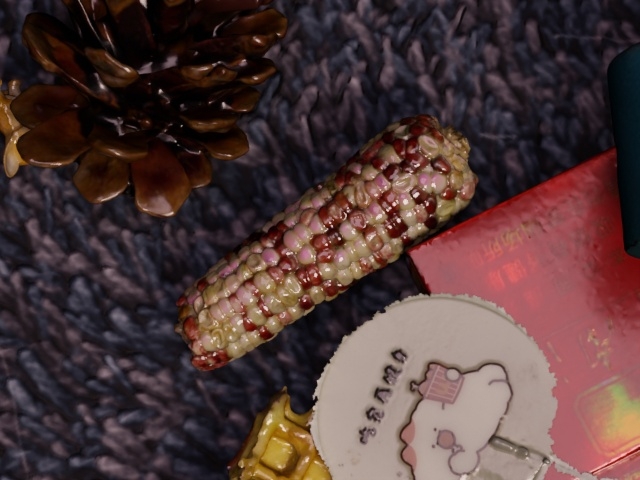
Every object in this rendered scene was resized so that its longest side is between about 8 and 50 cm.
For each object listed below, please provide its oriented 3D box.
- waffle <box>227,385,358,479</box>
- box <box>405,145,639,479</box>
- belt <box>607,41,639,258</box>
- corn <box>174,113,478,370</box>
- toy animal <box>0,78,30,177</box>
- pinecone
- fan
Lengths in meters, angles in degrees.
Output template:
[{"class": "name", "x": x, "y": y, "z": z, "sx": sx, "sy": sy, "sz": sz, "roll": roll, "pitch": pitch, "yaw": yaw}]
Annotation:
[{"class": "waffle", "x": -0.015, "y": 0.255, "z": 1.523, "sx": 0.309, "sy": 0.065, "sz": 0.283, "roll": -11, "pitch": 78, "yaw": -19}, {"class": "box", "x": 0.223, "y": 0.106, "z": 1.548, "sx": 0.197, "sy": 0.089, "sz": 0.313, "roll": -27, "pitch": 80, "yaw": -3}, {"class": "belt", "x": 0.407, "y": -0.070, "z": 1.438, "sx": 0.436, "sy": 0.300, "sz": 0.173, "roll": 4, "pitch": 81, "yaw": -29}, {"class": "corn", "x": 0.000, "y": 0.000, "z": 1.577, "sx": 0.280, "sy": 0.092, "sz": 0.092, "roll": -34, "pitch": 80, "yaw": 1}, {"class": "toy animal", "x": -0.258, "y": -0.088, "z": 1.626, "sx": 0.081, "sy": 0.060, "sz": 0.083, "roll": -23, "pitch": 82, "yaw": 24}, {"class": "pinecone", "x": -0.135, "y": -0.147, "z": 1.560, "sx": 0.202, "sy": 0.201, "sz": 0.229, "roll": 20, "pitch": 49, "yaw": -22}, {"class": "fan", "x": 0.152, "y": 0.158, "z": 1.497, "sx": 0.329, "sy": 0.009, "sz": 0.191, "roll": 23, "pitch": 84, "yaw": 9}]
